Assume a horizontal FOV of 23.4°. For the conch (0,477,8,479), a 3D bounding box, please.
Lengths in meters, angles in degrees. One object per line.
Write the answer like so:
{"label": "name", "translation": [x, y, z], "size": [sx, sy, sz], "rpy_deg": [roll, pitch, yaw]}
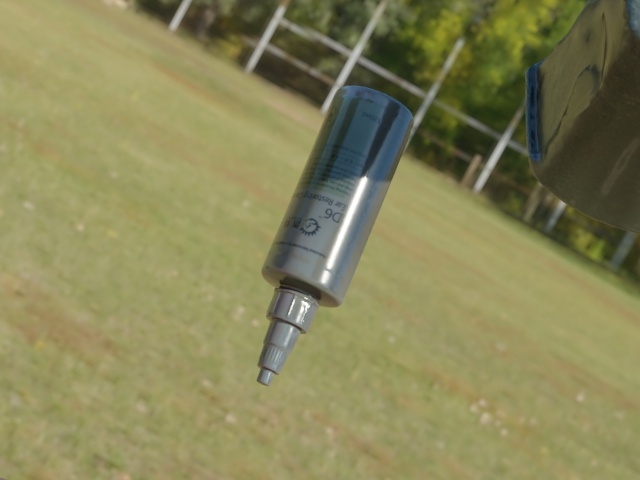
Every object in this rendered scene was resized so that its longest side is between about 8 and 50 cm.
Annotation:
{"label": "conch", "translation": [-0.131, 0.172, 0.828], "size": [0.176, 0.094, 0.104], "rpy_deg": [51, 10, 16]}

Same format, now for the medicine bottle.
{"label": "medicine bottle", "translation": [0.000, 0.000, 0.982], "size": [0.057, 0.199, 0.057], "rpy_deg": [21, -14, 6]}

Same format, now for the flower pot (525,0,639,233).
{"label": "flower pot", "translation": [0.210, -0.069, 0.663], "size": [0.229, 0.103, 0.108], "rpy_deg": [0, -30, -16]}
